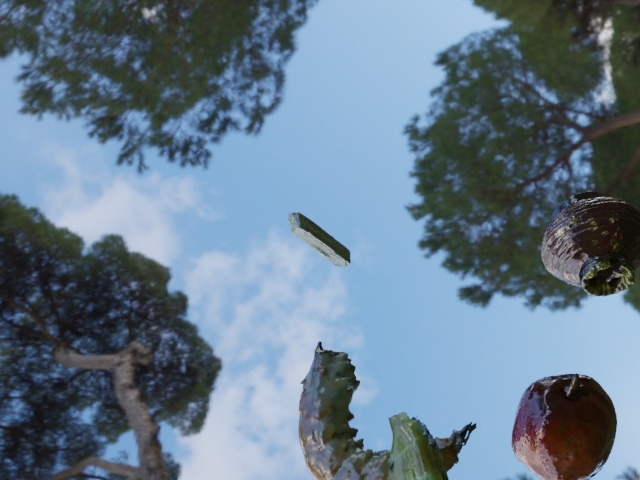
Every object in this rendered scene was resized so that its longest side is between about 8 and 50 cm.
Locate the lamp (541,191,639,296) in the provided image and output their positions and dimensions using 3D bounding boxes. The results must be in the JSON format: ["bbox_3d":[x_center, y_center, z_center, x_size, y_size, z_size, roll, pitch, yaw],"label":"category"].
[{"bbox_3d":[0.619,0.011,1.872,0.247,0.247,0.246,12,-107,-44],"label":"lamp"}]

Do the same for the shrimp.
[{"bbox_3d":[0.061,0.277,1.180,0.068,0.287,0.185,31,-96,-47],"label":"shrimp"}]

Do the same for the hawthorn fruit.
[{"bbox_3d":[0.490,0.365,1.656,0.215,0.215,0.249,-37,-35,-44],"label":"hawthorn fruit"}]

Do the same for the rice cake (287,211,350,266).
[{"bbox_3d":[0.000,0.001,1.321,0.171,0.029,0.033,39,-140,-51],"label":"rice cake"}]

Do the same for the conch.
[{"bbox_3d":[0.122,0.308,1.033,0.080,0.095,0.200,8,-117,-30],"label":"conch"}]
